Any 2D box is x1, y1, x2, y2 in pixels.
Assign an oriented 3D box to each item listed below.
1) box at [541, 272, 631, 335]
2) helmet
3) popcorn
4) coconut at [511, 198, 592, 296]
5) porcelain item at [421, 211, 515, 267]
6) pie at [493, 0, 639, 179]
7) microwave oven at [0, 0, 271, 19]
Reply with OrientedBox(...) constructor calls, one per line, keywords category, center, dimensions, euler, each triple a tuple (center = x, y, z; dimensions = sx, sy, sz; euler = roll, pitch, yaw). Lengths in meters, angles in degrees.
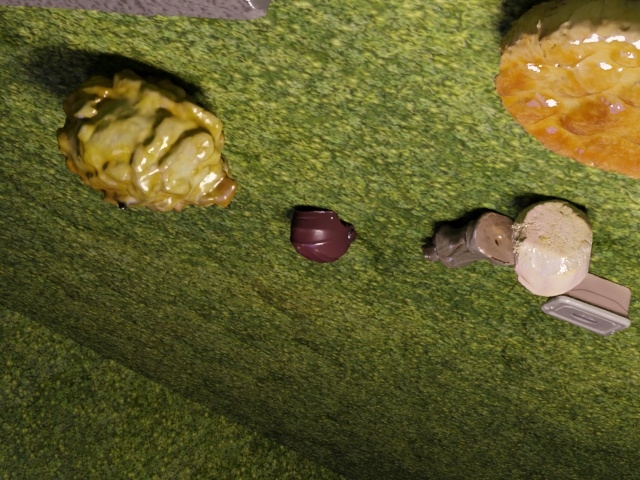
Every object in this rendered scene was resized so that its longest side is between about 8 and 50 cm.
OrientedBox(category="box", center=(0.408, 0.092, 2.162), dimensions=(0.122, 0.062, 0.089), euler=(20, 161, -10))
OrientedBox(category="helmet", center=(0.000, 0.000, 2.258), dimensions=(0.098, 0.070, 0.123), euler=(3, 155, 35))
OrientedBox(category="popcorn", center=(-0.238, -0.118, 1.954), dimensions=(0.266, 0.192, 0.233), euler=(28, 160, -16))
OrientedBox(category="coconut", center=(0.315, 0.012, 1.944), dimensions=(0.116, 0.116, 0.122), euler=(13, 156, 14))
OrientedBox(category="porcelain item", center=(0.208, 0.006, 2.112), dimensions=(0.081, 0.069, 0.216), euler=(21, 166, -23))
OrientedBox(category="pie", center=(0.343, -0.156, 1.511), dimensions=(0.339, 0.083, 0.339), euler=(13, 160, 5))
OrientedBox(category="microwave oven", center=(-0.254, -0.370, 1.203), dimensions=(0.432, 0.236, 0.374), euler=(8, 160, 27))
